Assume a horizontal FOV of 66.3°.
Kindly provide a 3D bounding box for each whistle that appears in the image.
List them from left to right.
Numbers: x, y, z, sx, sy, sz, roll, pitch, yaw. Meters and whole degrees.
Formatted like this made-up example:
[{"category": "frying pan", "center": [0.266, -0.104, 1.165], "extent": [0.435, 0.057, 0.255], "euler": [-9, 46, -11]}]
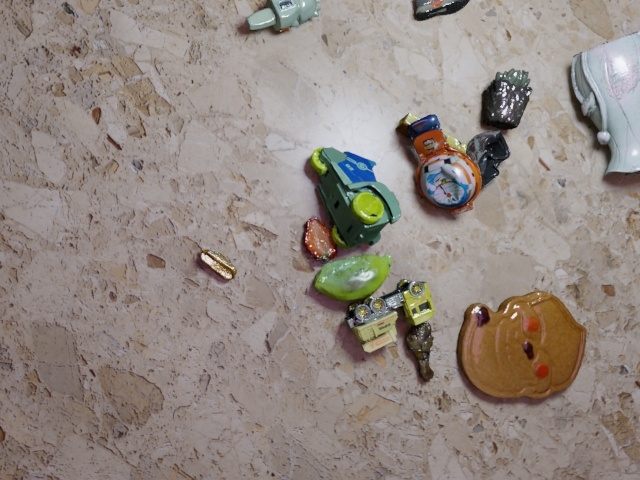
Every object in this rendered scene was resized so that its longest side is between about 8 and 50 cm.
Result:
[{"category": "whistle", "center": [-0.108, -0.700, 1.500], "extent": [0.253, 0.105, 0.101], "euler": [-28, 62, -17]}]

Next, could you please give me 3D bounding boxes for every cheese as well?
[{"category": "cheese", "center": [0.376, -0.228, 1.521], "extent": [0.129, 0.217, 0.329], "euler": [-44, 112, -48]}]

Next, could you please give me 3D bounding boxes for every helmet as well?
[{"category": "helmet", "center": [0.520, -0.273, 1.583], "extent": [0.153, 0.107, 0.176], "euler": [36, 85, -49]}]

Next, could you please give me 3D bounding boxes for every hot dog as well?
[{"category": "hot dog", "center": [-0.306, 0.070, 1.471], "extent": [0.133, 0.041, 0.056], "euler": [41, 82, -14]}]

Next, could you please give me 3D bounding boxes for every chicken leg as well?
[{"category": "chicken leg", "center": [0.322, 0.354, 1.559], "extent": [0.085, 0.069, 0.197], "euler": [-15, 98, -34]}]

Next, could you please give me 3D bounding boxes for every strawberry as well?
[{"category": "strawberry", "center": [0.001, 0.001, 1.522], "extent": [0.104, 0.048, 0.152], "euler": [-16, 74, -3]}]

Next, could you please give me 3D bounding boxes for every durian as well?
[{"category": "durian", "center": [0.104, 0.116, 1.503], "extent": [0.250, 0.101, 0.139], "euler": [-9, 85, -1]}]

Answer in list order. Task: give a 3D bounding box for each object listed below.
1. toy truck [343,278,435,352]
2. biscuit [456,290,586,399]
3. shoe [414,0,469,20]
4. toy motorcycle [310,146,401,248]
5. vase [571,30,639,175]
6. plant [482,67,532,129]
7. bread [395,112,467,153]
[{"category": "toy truck", "center": [0.217, 0.231, 1.509], "extent": [0.272, 0.124, 0.157], "euler": [-22, 91, -10]}, {"category": "biscuit", "center": [0.672, 0.354, 1.617], "extent": [0.456, 0.078, 0.349], "euler": [-10, 93, -10]}, {"category": "shoe", "center": [0.397, -0.788, 1.608], "extent": [0.195, 0.074, 0.077], "euler": [-19, 86, -8]}, {"category": "toy motorcycle", "center": [0.107, -0.153, 1.484], "extent": [0.200, 0.191, 0.326], "euler": [-14, 69, -26]}, {"category": "vase", "center": [0.999, -0.436, 1.625], "extent": [0.250, 0.250, 0.445], "euler": [-18, 96, -10]}, {"category": "plant", "center": [0.606, -0.467, 1.601], "extent": [0.132, 0.129, 0.194], "euler": [13, 89, -9]}, {"category": "bread", "center": [0.358, -0.332, 1.575], "extent": [0.226, 0.088, 0.049], "euler": [27, 81, -9]}]
